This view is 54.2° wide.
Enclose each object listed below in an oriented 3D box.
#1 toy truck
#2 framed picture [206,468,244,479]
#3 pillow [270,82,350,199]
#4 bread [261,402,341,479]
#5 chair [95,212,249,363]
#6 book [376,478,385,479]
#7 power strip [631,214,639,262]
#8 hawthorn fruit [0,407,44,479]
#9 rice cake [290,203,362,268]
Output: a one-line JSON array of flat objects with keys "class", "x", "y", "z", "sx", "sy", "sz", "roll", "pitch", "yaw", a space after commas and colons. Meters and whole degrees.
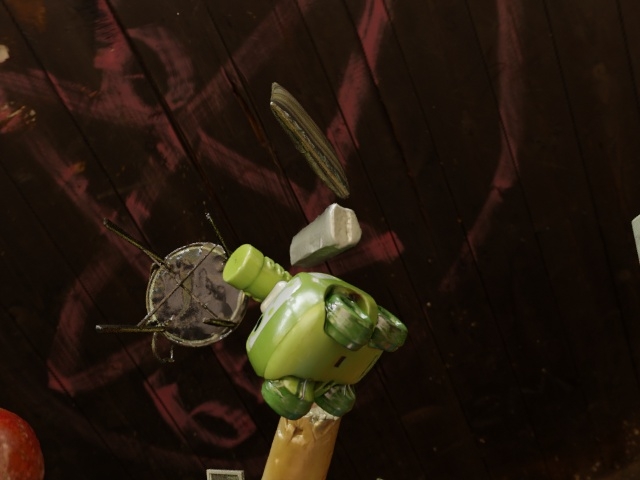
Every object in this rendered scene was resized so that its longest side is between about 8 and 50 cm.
[{"class": "toy truck", "x": -0.011, "y": 0.101, "z": 0.744, "sx": 0.187, "sy": 0.210, "sz": 0.148, "roll": 30, "pitch": -80, "yaw": -41}, {"class": "framed picture", "x": -0.116, "y": 0.332, "z": 0.778, "sx": 0.007, "sy": 0.066, "sz": 0.089, "roll": 8, "pitch": -107, "yaw": -51}, {"class": "pillow", "x": -0.023, "y": -0.183, "z": 1.118, "sx": 0.052, "sy": 0.212, "sz": 0.208, "roll": -36, "pitch": -69, "yaw": 12}, {"class": "bread", "x": -0.025, "y": 0.296, "z": 0.878, "sx": 0.085, "sy": 0.134, "sz": 0.173, "roll": 17, "pitch": -82, "yaw": 4}, {"class": "chair", "x": -0.180, "y": 0.073, "z": 0.853, "sx": 0.170, "sy": 0.325, "sz": 0.159, "roll": -4, "pitch": -107, "yaw": 4}, {"class": "book", "x": 0.015, "y": 0.299, "z": 0.431, "sx": 0.026, "sy": 0.289, "sz": 0.201, "roll": 6, "pitch": -97, "yaw": 16}, {"class": "power strip", "x": 0.406, "y": 0.047, "z": 0.713, "sx": 0.029, "sy": 0.080, "sz": 0.226, "roll": 0, "pitch": -107, "yaw": -12}, {"class": "hawthorn fruit", "x": -0.518, "y": 0.359, "z": 0.865, "sx": 0.285, "sy": 0.284, "sz": 0.284, "roll": -4, "pitch": -70, "yaw": -11}, {"class": "rice cake", "x": 0.000, "y": 0.000, "z": 0.877, "sx": 0.052, "sy": 0.256, "sz": 0.057, "roll": -11, "pitch": -96, "yaw": -15}]
